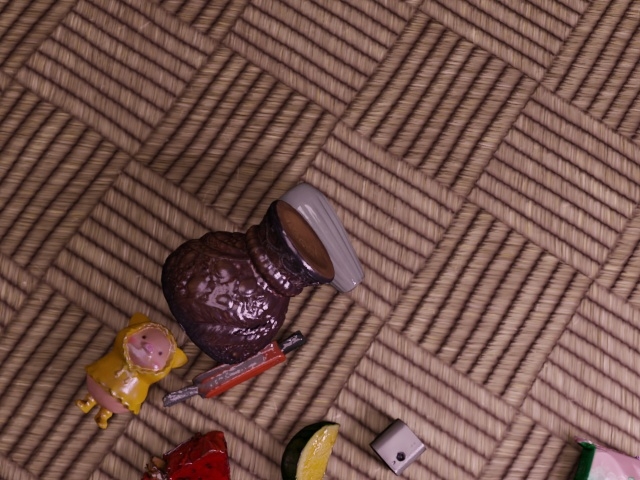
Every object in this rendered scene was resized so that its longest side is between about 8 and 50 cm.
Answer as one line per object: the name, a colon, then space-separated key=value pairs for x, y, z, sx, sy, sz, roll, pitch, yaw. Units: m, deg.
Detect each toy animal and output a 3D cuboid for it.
toy animal: x=-0.390 y=0.268 z=1.623 sx=0.156 sy=0.156 sz=0.230 roll=40 pitch=69 yaw=6

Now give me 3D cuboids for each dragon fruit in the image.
dragon fruit: x=-0.277 y=0.457 z=1.628 sx=0.192 sy=0.122 sz=0.092 roll=-23 pitch=40 yaw=-3

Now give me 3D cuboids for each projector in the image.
projector: x=0.157 y=0.421 z=1.629 sx=0.082 sy=0.083 sz=0.083 roll=-41 pitch=81 yaw=-9

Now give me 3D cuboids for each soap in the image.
soap: x=0.576 y=0.561 z=1.608 sx=0.218 sy=0.098 sz=0.273 roll=19 pitch=76 yaw=9

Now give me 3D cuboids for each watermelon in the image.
watermelon: x=-0.037 y=0.450 z=1.643 sx=0.092 sy=0.075 sz=0.181 roll=27 pitch=76 yaw=-41

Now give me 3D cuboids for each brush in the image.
brush: x=-0.176 y=0.274 z=1.660 sx=0.323 sy=0.070 sz=0.051 roll=-24 pitch=78 yaw=-4

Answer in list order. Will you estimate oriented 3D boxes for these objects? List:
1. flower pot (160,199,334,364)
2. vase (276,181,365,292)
flower pot: x=-0.131 y=0.070 z=1.569 sx=0.267 sy=0.266 sz=0.266 roll=-33 pitch=80 yaw=14
vase: x=0.000 y=0.000 z=1.698 sx=0.128 sy=0.128 sz=0.248 roll=-37 pitch=90 yaw=-9
